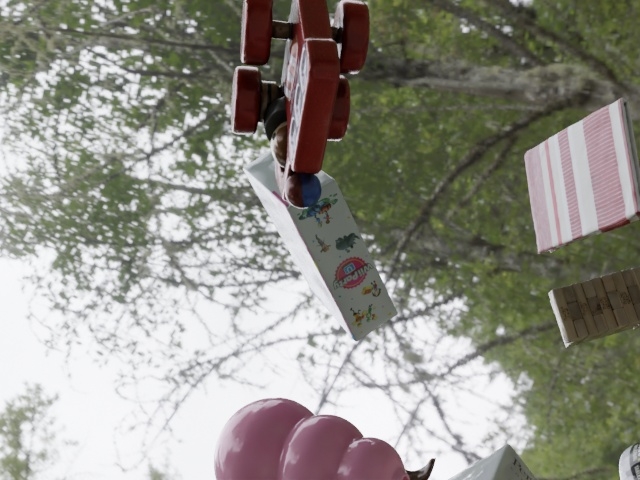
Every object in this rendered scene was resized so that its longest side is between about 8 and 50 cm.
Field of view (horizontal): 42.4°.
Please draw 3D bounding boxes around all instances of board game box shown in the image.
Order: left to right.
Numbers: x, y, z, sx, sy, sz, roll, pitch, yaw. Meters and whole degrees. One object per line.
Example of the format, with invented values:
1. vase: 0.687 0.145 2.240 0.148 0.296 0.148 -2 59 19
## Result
1. board game box: 0.000 0.000 1.463 0.097 0.224 0.303 -33 -58 -8

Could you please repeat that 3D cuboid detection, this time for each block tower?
1. block tower: 0.545 0.089 1.359 0.335 0.091 0.097 -14 -18 -2

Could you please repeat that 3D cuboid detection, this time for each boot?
1. boot: 0.184 0.497 1.807 0.106 0.114 0.037 -63 -14 5

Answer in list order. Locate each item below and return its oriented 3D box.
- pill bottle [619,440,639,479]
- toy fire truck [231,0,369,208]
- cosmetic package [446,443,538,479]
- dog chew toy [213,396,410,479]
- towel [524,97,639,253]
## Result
1. pill bottle: 0.634 0.324 1.224 0.188 0.188 0.334 9 -42 -46
2. toy fire truck: -0.030 -0.183 1.123 0.169 0.254 0.302 4 -44 -10
3. cosmetic package: 0.137 0.354 0.684 0.156 0.217 0.385 -40 -5 22
4. dog chew toy: -0.011 0.372 1.350 0.206 0.332 0.206 -8 -81 -57
5. towel: 0.530 -0.121 1.674 0.037 0.329 0.237 -1 -103 -20
